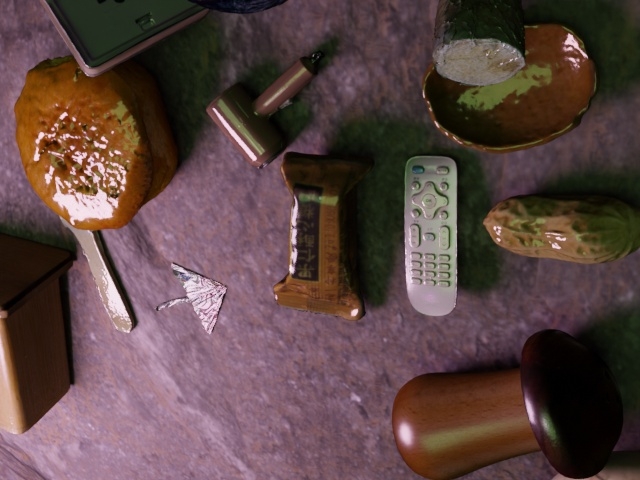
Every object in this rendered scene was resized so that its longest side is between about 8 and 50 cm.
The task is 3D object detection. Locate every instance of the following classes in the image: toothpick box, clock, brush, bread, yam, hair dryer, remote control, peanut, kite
[{"bbox_3d":[0.253,0.235,0.967,0.294,0.192,0.192,-21,105,34],"label":"toothpick box"},{"bbox_3d":[-0.253,-0.320,0.908,0.192,0.071,0.147,-34,102,-15],"label":"clock"},{"bbox_3d":[-0.390,0.013,1.212,0.085,0.020,0.337,-6,112,24],"label":"brush"},{"bbox_3d":[-0.333,-0.150,1.043,0.268,0.146,0.268,9,113,21],"label":"bread"},{"bbox_3d":[0.174,-0.252,0.781,0.107,0.183,0.107,6,151,3],"label":"yam"},{"bbox_3d":[-0.059,-0.191,0.964,0.181,0.064,0.117,-37,97,26],"label":"hair dryer"},{"bbox_3d":[0.157,-0.004,0.973,0.073,0.044,0.229,4,107,26],"label":"remote control"},{"bbox_3d":[-0.559,0.172,1.267,0.190,0.187,0.308,14,122,14],"label":"toothpick box"},{"bbox_3d":[0.301,-0.014,0.882,0.194,0.093,0.083,2,128,19],"label":"peanut"},{"bbox_3d":[-0.219,0.099,1.191,0.156,0.011,0.139,-16,105,27],"label":"kite"}]

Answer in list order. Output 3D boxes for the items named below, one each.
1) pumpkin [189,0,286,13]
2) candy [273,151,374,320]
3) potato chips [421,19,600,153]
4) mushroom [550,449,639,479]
[{"bbox_3d":[-0.123,-0.405,0.718,0.363,0.363,0.266,41,98,0],"label":"pumpkin"},{"bbox_3d":[0.000,0.000,1.008,0.143,0.101,0.271,8,123,12],"label":"candy"},{"bbox_3d":[0.229,-0.184,0.854,0.201,0.049,0.150,-16,101,29],"label":"potato chips"},{"bbox_3d":[0.431,0.451,0.905,0.314,0.336,0.314,9,128,11],"label":"mushroom"}]
